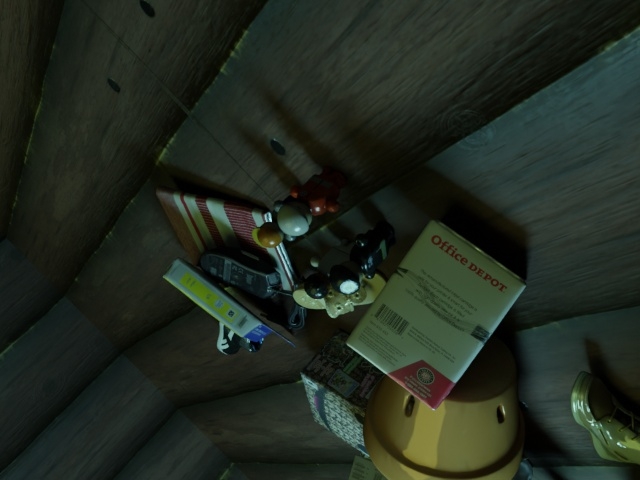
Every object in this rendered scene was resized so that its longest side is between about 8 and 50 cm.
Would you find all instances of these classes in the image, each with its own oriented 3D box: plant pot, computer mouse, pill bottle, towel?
[{"bbox_3d":[0.227,0.278,1.438,0.291,0.291,0.203,27,132,29],"label":"plant pot"},{"bbox_3d":[-0.135,0.098,1.797,0.262,0.060,0.184,17,138,12],"label":"computer mouse"},{"bbox_3d":[0.386,0.486,1.720,0.065,0.065,0.116,47,152,-8],"label":"pill bottle"},{"bbox_3d":[-0.204,-0.007,1.822,0.329,0.037,0.237,13,139,35],"label":"towel"}]

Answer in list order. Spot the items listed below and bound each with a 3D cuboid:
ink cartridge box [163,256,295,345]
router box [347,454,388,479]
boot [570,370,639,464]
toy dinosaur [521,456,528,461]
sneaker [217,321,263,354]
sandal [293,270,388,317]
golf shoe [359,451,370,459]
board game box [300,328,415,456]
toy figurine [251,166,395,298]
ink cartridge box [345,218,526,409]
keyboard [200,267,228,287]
[{"bbox_3d":[-0.203,0.169,1.906,0.307,0.072,0.303,39,173,7],"label":"ink cartridge box"},{"bbox_3d":[0.259,0.526,1.594,0.301,0.082,0.335,23,168,-24],"label":"router box"},{"bbox_3d":[0.495,0.293,1.282,0.165,0.077,0.213,9,143,49],"label":"boot"},{"bbox_3d":[0.334,0.409,1.662,0.160,0.121,0.313,40,151,-21],"label":"toy dinosaur"},{"bbox_3d":[-0.213,0.276,2.211,0.121,0.079,0.217,35,151,19],"label":"sneaker"},{"bbox_3d":[0.028,0.122,1.610,0.240,0.079,0.088,-12,127,44],"label":"sandal"},{"bbox_3d":[0.129,0.502,1.962,0.120,0.105,0.273,62,178,-12],"label":"golf shoe"},{"bbox_3d":[0.124,0.371,1.825,0.291,0.141,0.232,27,149,30],"label":"board game box"},{"bbox_3d":[0.000,0.000,1.450,0.213,0.148,0.209,47,153,-9],"label":"toy figurine"},{"bbox_3d":[0.181,0.110,1.263,0.172,0.237,0.100,36,-172,14],"label":"ink cartridge box"},{"bbox_3d":[-0.246,0.071,2.029,0.108,0.023,0.180,52,153,-3],"label":"keyboard"}]
